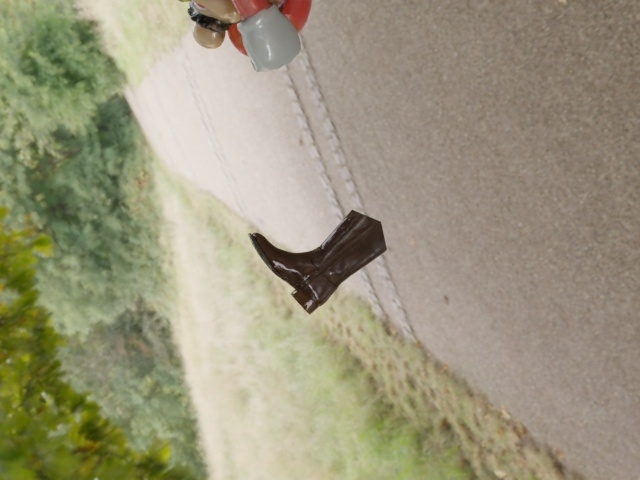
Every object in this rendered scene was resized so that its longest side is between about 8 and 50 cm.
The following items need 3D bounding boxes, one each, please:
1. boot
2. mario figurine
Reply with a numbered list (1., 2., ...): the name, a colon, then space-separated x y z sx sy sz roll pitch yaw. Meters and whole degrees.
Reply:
1. boot: 0.000 0.000 0.766 0.106 0.114 0.037 50 175 -16
2. mario figurine: -0.136 -0.246 0.739 0.170 0.320 0.198 -19 73 35
